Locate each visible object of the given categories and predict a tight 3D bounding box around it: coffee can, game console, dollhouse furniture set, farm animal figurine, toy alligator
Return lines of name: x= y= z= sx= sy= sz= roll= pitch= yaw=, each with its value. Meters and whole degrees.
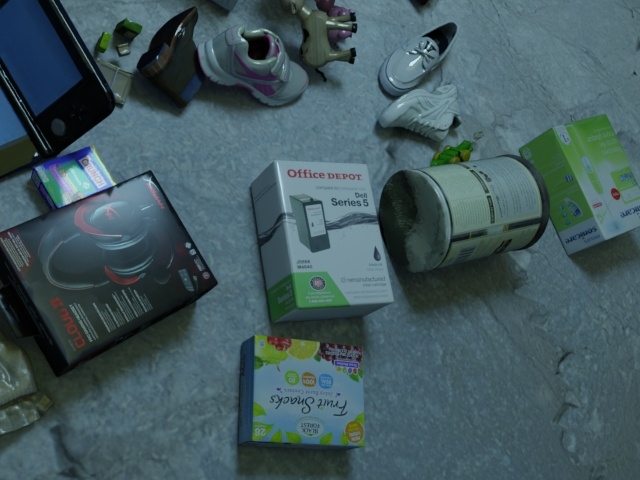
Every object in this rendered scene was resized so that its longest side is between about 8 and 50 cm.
coffee can: x=0.284 y=-0.058 z=1.445 sx=0.275 sy=0.201 sz=0.202 roll=-11 pitch=76 yaw=-31
game console: x=-0.503 y=-0.258 z=1.100 sx=0.293 sy=0.250 sz=0.173 roll=60 pitch=30 yaw=-5
dollhouse furniture set: x=-0.368 y=-0.319 z=1.299 sx=0.076 sy=0.058 sz=0.152 roll=21 pitch=81 yaw=-28
farm animal figurine: x=-0.016 y=-0.537 z=1.441 sx=0.172 sy=0.327 sz=0.330 roll=-1 pitch=64 yaw=-4
toy alligator: x=0.303 y=-0.183 z=1.599 sx=0.189 sy=0.056 sz=0.051 roll=-33 pitch=131 yaw=-35

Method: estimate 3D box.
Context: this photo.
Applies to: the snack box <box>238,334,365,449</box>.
snack box: x=-0.030 y=0.259 z=1.227 sx=0.207 sy=0.070 sz=0.175 roll=11 pitch=66 yaw=-24

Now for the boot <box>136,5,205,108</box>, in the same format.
boot: x=-0.259 y=-0.342 z=1.355 sx=0.106 sy=0.082 sz=0.219 roll=52 pitch=40 yaw=-33

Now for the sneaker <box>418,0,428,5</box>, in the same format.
sneaker: x=0.193 y=-0.626 z=1.681 sx=0.281 sy=0.106 sz=0.163 roll=-10 pitch=79 yaw=-32

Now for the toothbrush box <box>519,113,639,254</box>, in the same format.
toothbrush box: x=0.628 y=-0.135 z=1.714 sx=0.206 sy=0.122 sz=0.283 roll=-16 pitch=81 yaw=-32

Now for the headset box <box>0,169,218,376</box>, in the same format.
headset box: x=-0.342 y=0.053 z=1.113 sx=0.293 sy=0.110 sz=0.218 roll=-29 pitch=87 yaw=-34

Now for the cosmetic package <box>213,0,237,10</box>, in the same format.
cosmetic package: x=-0.145 y=-0.676 z=1.443 sx=0.156 sy=0.217 sz=0.385 roll=26 pitch=62 yaw=-12

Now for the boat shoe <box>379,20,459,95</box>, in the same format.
boat shoe: x=0.223 y=-0.418 z=1.624 sx=0.095 sy=0.084 sz=0.258 roll=44 pitch=56 yaw=-7

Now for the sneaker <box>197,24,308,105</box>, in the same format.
sneaker: x=-0.104 y=-0.333 z=1.377 sx=0.252 sy=0.111 sz=0.103 roll=4 pitch=68 yaw=-48

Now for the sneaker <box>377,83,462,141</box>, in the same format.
sneaker: x=0.227 y=-0.264 z=1.566 sx=0.232 sy=0.090 sz=0.115 roll=-19 pitch=84 yaw=-32

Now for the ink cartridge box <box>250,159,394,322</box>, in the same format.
ink cartridge box: x=0.000 y=0.000 z=1.318 sx=0.198 sy=0.115 sz=0.273 roll=-1 pitch=71 yaw=-29

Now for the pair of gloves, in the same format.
pair of gloves: x=-0.517 y=0.217 z=0.995 sx=0.240 sy=0.042 sz=0.204 roll=-37 pitch=87 yaw=-36

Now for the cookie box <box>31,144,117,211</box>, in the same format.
cookie box: x=-0.397 y=-0.093 z=1.183 sx=0.107 sy=0.040 sz=0.092 roll=-30 pitch=86 yaw=-35
